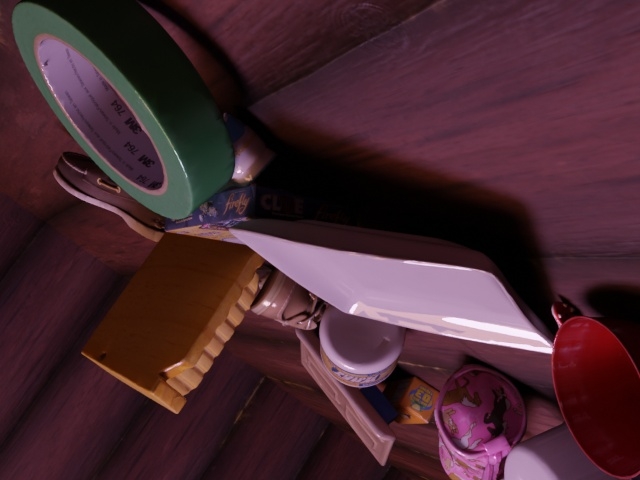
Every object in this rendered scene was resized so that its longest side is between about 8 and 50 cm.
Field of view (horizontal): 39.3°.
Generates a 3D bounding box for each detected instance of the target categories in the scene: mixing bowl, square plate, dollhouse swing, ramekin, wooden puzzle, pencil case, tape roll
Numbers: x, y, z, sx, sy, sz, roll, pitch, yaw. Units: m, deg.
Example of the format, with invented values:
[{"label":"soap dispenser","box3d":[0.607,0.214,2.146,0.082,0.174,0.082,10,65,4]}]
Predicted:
[{"label":"mixing bowl","box3d":[0.347,0.161,0.989,0.181,0.098,0.181,169,90,-74]},{"label":"square plate","box3d":[0.110,0.055,1.143,0.344,0.049,0.347,8,163,31]},{"label":"dollhouse swing","box3d":[-0.178,0.147,1.574,0.315,0.347,0.305,16,157,45]},{"label":"ramekin","box3d":[0.402,0.420,1.397,0.277,0.135,0.277,165,90,-76]},{"label":"wooden puzzle","box3d":[0.071,0.341,2.031,0.322,0.080,0.348,50,169,19]},{"label":"pencil case","box3d":[0.289,0.352,1.641,0.167,0.160,0.386,28,163,20]},{"label":"tape roll","box3d":[-0.244,-0.172,1.103,0.321,0.077,0.321,39,156,21]}]

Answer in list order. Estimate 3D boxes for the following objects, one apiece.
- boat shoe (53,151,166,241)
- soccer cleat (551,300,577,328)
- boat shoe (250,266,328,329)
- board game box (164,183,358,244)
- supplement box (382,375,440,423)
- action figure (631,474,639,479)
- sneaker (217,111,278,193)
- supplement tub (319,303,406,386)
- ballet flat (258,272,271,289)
[{"label":"boat shoe","box3d":[-0.370,-0.104,1.672,0.324,0.097,0.116,29,-155,27]},{"label":"soccer cleat","box3d":[0.301,0.100,1.093,0.083,0.029,0.035,37,161,-31]},{"label":"boat shoe","box3d":[-0.036,0.090,1.522,0.110,0.122,0.341,32,-179,4]},{"label":"board game box","box3d":[-0.087,-0.030,1.242,0.165,0.042,0.243,10,170,-36]},{"label":"supplement box","box3d":[0.194,0.361,2.008,0.078,0.080,0.233,33,166,-3]},{"label":"action figure","box3d":[0.560,0.356,1.247,0.285,0.099,0.185,38,157,-30]},{"label":"sneaker","box3d":[-0.140,-0.117,1.221,0.092,0.087,0.228,47,155,-16]},{"label":"supplement tub","box3d":[0.071,0.175,1.554,0.144,0.144,0.200,30,164,11]},{"label":"ballet flat","box3d":[-0.095,0.101,1.803,0.068,0.072,0.213,40,166,18]}]
